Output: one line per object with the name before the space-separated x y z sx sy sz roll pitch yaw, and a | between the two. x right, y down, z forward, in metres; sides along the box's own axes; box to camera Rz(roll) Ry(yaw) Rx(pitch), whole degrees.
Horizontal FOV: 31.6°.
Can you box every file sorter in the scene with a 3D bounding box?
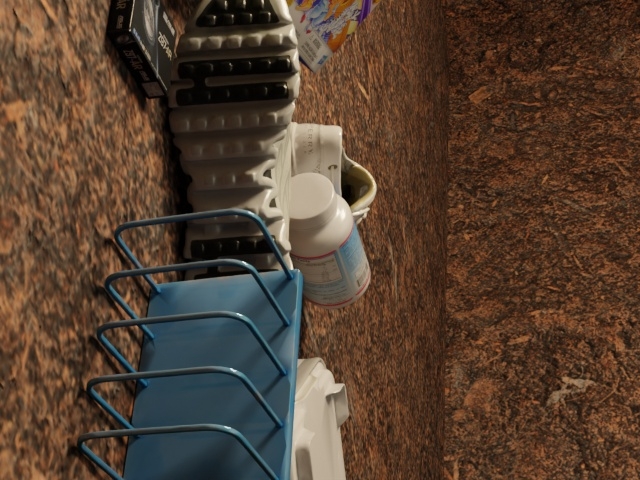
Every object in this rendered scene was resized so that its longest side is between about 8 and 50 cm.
file sorter | -0.087 0.077 0.767 0.104 0.118 0.170 61 26 -53

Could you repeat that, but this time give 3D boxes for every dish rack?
dish rack | -0.010 0.292 1.154 0.285 0.072 0.332 -40 123 -74

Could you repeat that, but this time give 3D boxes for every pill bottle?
pill bottle | 0.000 0.000 1.264 0.160 0.087 0.087 70 19 -50

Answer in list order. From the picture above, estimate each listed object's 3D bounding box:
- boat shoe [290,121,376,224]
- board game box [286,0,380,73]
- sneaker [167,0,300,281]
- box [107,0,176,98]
boat shoe | 0.020 -0.051 1.354 0.277 0.096 0.098 61 27 -63
board game box | 0.006 -0.320 1.105 0.078 0.233 0.347 42 3 15
sneaker | -0.069 -0.076 0.971 0.118 0.110 0.292 -55 147 -83
box | -0.135 -0.159 0.862 0.083 0.018 0.067 66 23 -57
